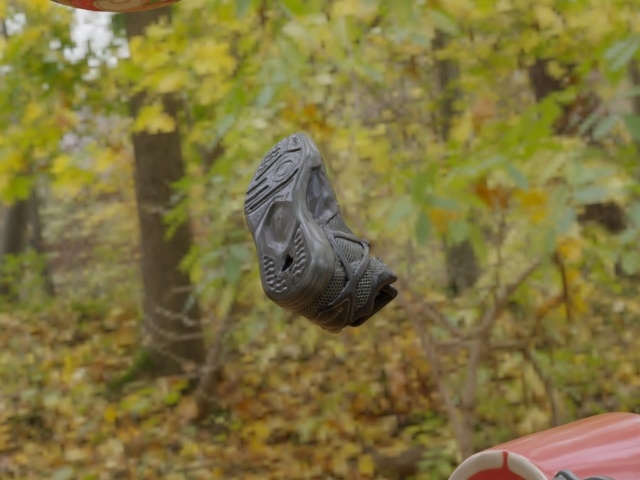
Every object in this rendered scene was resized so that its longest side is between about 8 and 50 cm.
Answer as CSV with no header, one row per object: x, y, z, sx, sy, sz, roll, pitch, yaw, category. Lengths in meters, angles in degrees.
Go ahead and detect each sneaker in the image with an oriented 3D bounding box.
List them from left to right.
0.000,0.000,1.323,0.087,0.130,0.227,-36,38,19,sneaker

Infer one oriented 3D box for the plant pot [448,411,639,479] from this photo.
0.282,0.334,1.616,0.243,0.275,0.275,5,-5,-41,plant pot

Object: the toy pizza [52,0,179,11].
-0.140,-0.223,1.106,0.201,0.032,0.201,-11,-17,-3,toy pizza

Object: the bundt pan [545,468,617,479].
0.163,0.346,1.095,0.124,0.331,0.331,2,-1,-25,bundt pan
